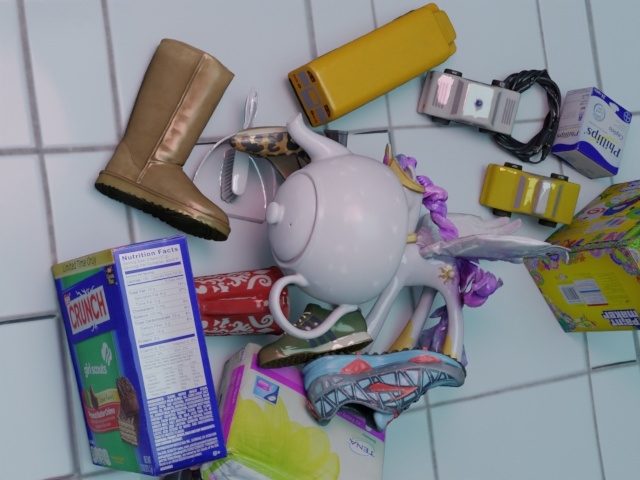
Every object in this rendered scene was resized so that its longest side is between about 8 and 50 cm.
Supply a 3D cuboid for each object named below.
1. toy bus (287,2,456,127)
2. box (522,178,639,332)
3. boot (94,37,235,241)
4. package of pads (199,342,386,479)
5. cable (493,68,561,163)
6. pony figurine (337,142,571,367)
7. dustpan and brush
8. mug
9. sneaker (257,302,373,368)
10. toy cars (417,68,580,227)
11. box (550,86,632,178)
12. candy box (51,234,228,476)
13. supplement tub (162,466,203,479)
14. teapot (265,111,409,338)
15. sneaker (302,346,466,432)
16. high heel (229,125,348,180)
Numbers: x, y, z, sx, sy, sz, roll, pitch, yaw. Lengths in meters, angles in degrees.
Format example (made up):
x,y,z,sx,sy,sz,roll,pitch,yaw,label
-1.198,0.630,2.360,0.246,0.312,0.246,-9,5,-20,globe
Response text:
x,y,z,sx,sy,sz,roll,pitch,yaw,label
0.104,-0.312,1.906,0.332,0.130,0.108,-30,98,-26,toy bus
0.587,0.019,2.024,0.279,0.290,0.177,-37,101,-24,box
-0.202,-0.160,1.736,0.236,0.089,0.270,25,73,-3,boot
-0.033,0.329,1.737,0.296,0.101,0.229,31,41,-20,package of pads
0.390,-0.247,2.096,0.150,0.047,0.185,25,78,-17,cable
0.199,0.043,1.865,0.351,0.303,0.364,12,94,-17,pony figurine
-0.131,-0.146,1.809,0.147,0.060,0.211,11,80,-25,dustpan and brush
-0.142,0.092,1.737,0.169,0.150,0.113,-3,62,-22,mug
-0.017,0.144,1.745,0.192,0.064,0.086,-10,69,-20,sneaker
0.337,-0.165,2.007,0.176,0.087,0.394,-37,102,-4,toy cars
0.525,-0.207,2.129,0.126,0.072,0.137,26,74,-32,box
-0.267,0.166,1.592,0.122,0.268,0.317,-10,88,-31,candy box
-0.154,0.419,1.713,0.198,0.106,0.106,30,72,-21,supplement tub
0.002,-0.019,1.688,0.187,0.256,0.253,10,123,-29,teapot
0.104,0.245,1.742,0.261,0.104,0.125,-3,66,-5,sneaker
-0.049,-0.092,1.795,0.261,0.093,0.186,-2,98,-45,high heel
